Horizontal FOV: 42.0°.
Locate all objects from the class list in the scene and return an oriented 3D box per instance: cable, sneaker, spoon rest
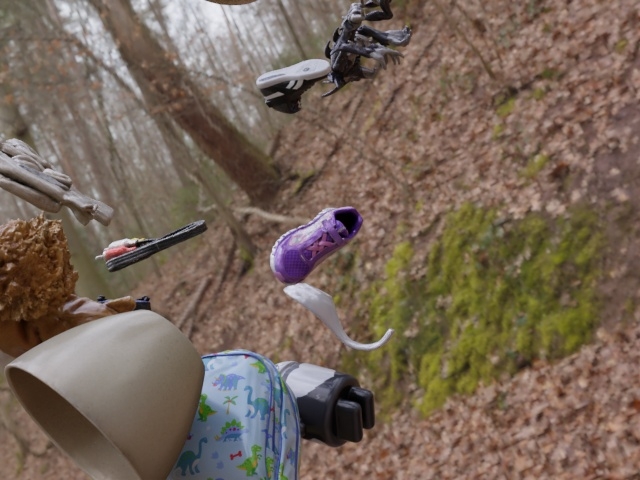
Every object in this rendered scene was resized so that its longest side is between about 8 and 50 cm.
[{"bbox_3d":[-0.418,0.003,2.020,0.287,0.072,0.139,-23,6,23],"label":"cable"},{"bbox_3d":[0.000,0.000,1.653,0.236,0.095,0.105,-40,13,-36],"label":"sneaker"},{"bbox_3d":[-0.052,-0.403,2.217,0.217,0.121,0.079,-6,41,28],"label":"sneaker"},{"bbox_3d":[0.033,0.180,1.936,0.084,0.276,0.137,-63,-13,0],"label":"spoon rest"}]

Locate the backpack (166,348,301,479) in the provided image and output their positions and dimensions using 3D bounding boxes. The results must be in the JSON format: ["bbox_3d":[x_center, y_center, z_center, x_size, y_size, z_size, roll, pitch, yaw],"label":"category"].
[{"bbox_3d":[-0.167,0.389,1.620,0.290,0.273,0.355,-7,38,22],"label":"backpack"}]

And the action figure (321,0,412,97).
[{"bbox_3d":[0.090,-0.358,1.457,0.164,0.141,0.275,-74,6,-48],"label":"action figure"}]

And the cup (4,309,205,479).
[{"bbox_3d":[-0.340,0.258,1.447,0.237,0.331,0.331,-46,8,-31],"label":"cup"}]

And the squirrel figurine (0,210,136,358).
[{"bbox_3d":[-0.562,0.126,1.632,0.281,0.371,0.397,-57,-18,-28],"label":"squirrel figurine"}]

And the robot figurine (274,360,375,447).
[{"bbox_3d":[-0.014,0.371,1.910,0.278,0.173,0.209,9,-14,31],"label":"robot figurine"}]

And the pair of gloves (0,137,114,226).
[{"bbox_3d":[-0.350,-0.083,1.018,0.042,0.204,0.240,-58,5,0],"label":"pair of gloves"}]

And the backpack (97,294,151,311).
[{"bbox_3d":[-0.548,0.226,2.278,0.158,0.116,0.173,2,-21,-20],"label":"backpack"}]

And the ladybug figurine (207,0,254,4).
[{"bbox_3d":[-0.231,-0.654,1.777,0.305,0.161,0.449,17,-7,-4],"label":"ladybug figurine"}]
